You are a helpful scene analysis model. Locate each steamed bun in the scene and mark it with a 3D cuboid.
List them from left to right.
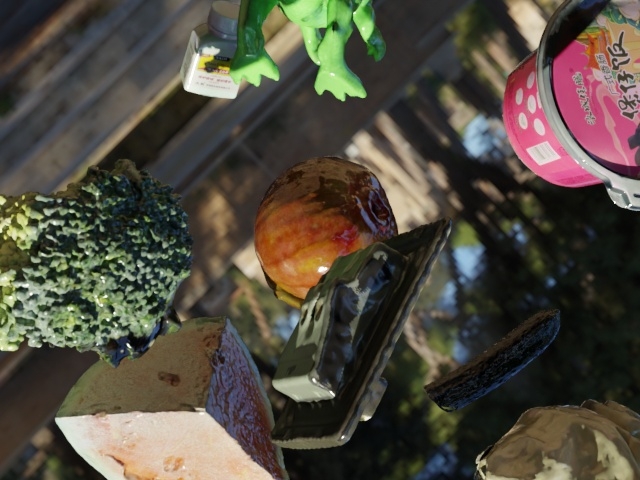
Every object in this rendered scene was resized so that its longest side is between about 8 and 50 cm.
[{"bbox_3d":[0.412,0.352,2.152,0.346,0.394,0.237,-26,-138,54],"label":"steamed bun"}]

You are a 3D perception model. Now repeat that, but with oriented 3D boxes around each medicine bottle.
[{"bbox_3d":[-0.132,-0.250,1.906,0.055,0.074,0.118,-107,-148,-52],"label":"medicine bottle"}]

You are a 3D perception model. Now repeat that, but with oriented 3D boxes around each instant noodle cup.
[{"bbox_3d":[0.341,-0.171,1.823,0.181,0.258,0.302,156,-55,-65],"label":"instant noodle cup"}]

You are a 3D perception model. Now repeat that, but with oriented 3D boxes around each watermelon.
[{"bbox_3d":[-0.161,0.231,1.826,0.256,0.260,0.176,-43,-144,-19],"label":"watermelon"}]

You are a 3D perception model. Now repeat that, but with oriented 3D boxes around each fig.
[{"bbox_3d":[0.000,-0.001,1.851,0.205,0.205,0.205,-44,-175,5],"label":"fig"}]

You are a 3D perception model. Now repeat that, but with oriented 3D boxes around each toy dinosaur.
[{"bbox_3d":[0.000,-0.361,1.562,0.500,0.144,0.374,79,22,-52],"label":"toy dinosaur"}]

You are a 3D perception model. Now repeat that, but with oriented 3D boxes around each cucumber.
[{"bbox_3d":[0.280,0.190,2.287,0.245,0.067,0.067,-32,-175,1],"label":"cucumber"}]

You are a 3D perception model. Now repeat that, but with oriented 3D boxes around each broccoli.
[{"bbox_3d":[-0.280,0.036,1.653,0.243,0.247,0.263,14,-118,50],"label":"broccoli"}]

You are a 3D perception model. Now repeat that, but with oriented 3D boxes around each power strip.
[{"bbox_3d":[0.020,0.091,1.508,0.251,0.092,0.257,-69,-166,-14],"label":"power strip"}]
